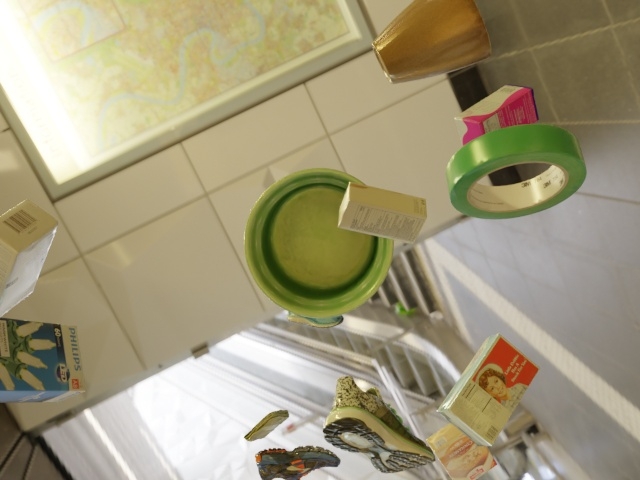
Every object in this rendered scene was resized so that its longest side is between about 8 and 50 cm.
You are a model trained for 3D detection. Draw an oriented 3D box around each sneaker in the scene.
[{"bbox_3d":[-0.058,0.579,1.721,0.083,0.221,0.087,128,139,-85],"label":"sneaker"},{"bbox_3d":[-0.014,0.194,1.811,0.063,0.162,0.073,2,-83,-72],"label":"sneaker"},{"bbox_3d":[0.165,0.466,1.712,0.410,0.158,0.182,42,-142,-38],"label":"sneaker"}]

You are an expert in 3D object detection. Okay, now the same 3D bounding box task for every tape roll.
[{"bbox_3d":[0.468,-0.158,1.617,0.321,0.321,0.077,70,-165,-64],"label":"tape roll"}]

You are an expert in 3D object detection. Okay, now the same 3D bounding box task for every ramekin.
[{"bbox_3d":[0.000,0.000,1.411,0.304,0.303,0.148,64,-174,-3],"label":"ramekin"}]

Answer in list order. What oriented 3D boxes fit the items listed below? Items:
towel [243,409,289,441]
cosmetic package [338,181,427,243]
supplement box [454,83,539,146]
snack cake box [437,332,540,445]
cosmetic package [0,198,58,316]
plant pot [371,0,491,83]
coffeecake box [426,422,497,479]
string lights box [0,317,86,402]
[{"bbox_3d":[-0.143,0.499,1.802,0.027,0.110,0.148,49,-176,18],"label":"towel"},{"bbox_3d":[0.087,-0.039,0.948,0.041,0.115,0.060,-85,12,-45],"label":"cosmetic package"},{"bbox_3d":[0.527,-0.364,1.996,0.111,0.220,0.114,32,149,56],"label":"supplement box"},{"bbox_3d":[0.459,0.406,1.824,0.152,0.264,0.089,40,160,3],"label":"snack cake box"},{"bbox_3d":[-0.596,0.042,1.285,0.085,0.231,0.117,36,-141,0],"label":"cosmetic package"},{"bbox_3d":[0.270,-0.515,1.723,0.237,0.254,0.237,61,-175,-10],"label":"plant pot"},{"bbox_3d":[0.430,0.644,2.035,0.186,0.142,0.068,57,178,-24],"label":"coffeecake box"},{"bbox_3d":[-0.543,0.211,1.174,0.259,0.076,0.134,23,-133,-61],"label":"string lights box"}]
